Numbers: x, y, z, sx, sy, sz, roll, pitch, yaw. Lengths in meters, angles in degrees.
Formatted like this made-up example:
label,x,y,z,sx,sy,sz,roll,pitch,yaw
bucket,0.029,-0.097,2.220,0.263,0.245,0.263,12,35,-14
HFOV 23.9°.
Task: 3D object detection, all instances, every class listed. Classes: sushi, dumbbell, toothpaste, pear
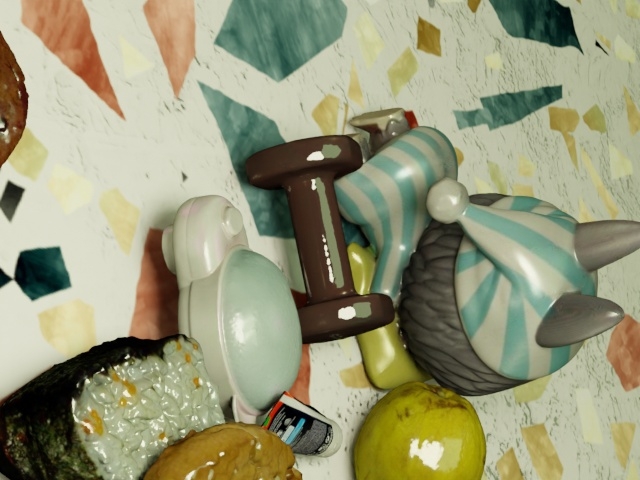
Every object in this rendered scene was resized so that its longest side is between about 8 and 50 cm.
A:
label,x,y,z,sx,sy,sz,roll,pitch,yaw
sushi,-0.192,0.162,1.397,0.225,0.126,0.136,-14,88,-54
dumbbell,0.000,0.000,1.683,0.140,0.124,0.225,16,62,-73
toothpaste,-0.025,0.197,1.594,0.071,0.045,0.193,-56,157,1
pear,0.114,0.243,1.721,0.149,0.149,0.162,25,80,-44

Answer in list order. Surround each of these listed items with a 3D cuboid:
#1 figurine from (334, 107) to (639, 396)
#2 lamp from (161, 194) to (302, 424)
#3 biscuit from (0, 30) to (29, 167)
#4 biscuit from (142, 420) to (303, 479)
label,x,y,z,sx,sy,sz,roll,pitch,yaw
figurine,0.221,-0.007,1.767,0.266,0.378,0.361,-37,107,-51
lamp,-0.081,0.070,1.552,0.179,0.108,0.246,-27,102,-76
biscuit,-0.347,-0.143,1.381,0.192,0.049,0.192,24,56,-41
biscuit,-0.096,0.306,1.401,0.296,0.075,0.295,-35,133,-50
